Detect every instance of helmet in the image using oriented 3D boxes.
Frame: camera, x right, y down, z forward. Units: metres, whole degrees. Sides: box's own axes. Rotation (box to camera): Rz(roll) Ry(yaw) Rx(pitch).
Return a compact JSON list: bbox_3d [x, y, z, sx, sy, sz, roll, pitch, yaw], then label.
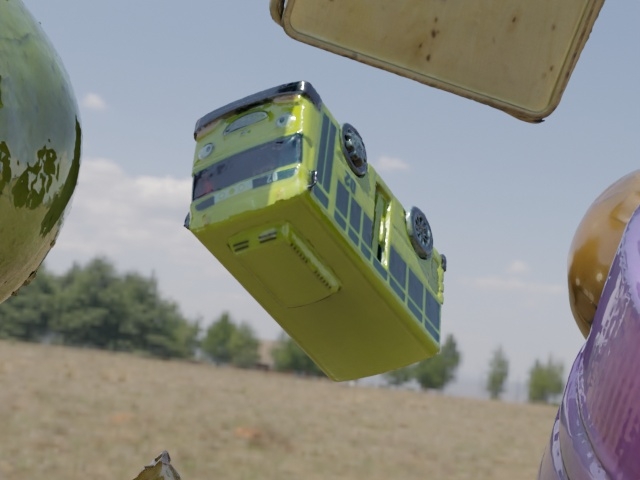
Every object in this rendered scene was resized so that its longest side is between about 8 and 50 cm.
[{"bbox_3d":[0.283,0.039,1.006,0.224,0.198,0.130,32,21,25],"label":"helmet"}]

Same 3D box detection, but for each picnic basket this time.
[{"bbox_3d":[0.065,-0.141,0.697,0.164,0.115,0.079,20,16,-5],"label":"picnic basket"}]

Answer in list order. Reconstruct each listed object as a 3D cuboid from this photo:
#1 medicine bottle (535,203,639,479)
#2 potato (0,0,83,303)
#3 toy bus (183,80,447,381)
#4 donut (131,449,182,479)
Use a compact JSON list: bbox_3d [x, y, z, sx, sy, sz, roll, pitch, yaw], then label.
[{"bbox_3d":[0.141,0.115,0.443,0.152,0.254,0.152,6,37,-4],"label":"medicine bottle"},{"bbox_3d":[-0.228,-0.051,0.619,0.215,0.216,0.304,5,7,14],"label":"potato"},{"bbox_3d":[0.000,0.000,1.162,0.128,0.150,0.262,-17,-45,26],"label":"toy bus"},{"bbox_3d":[-0.090,0.166,0.430,0.253,0.118,0.253,-26,-16,-8],"label":"donut"}]
